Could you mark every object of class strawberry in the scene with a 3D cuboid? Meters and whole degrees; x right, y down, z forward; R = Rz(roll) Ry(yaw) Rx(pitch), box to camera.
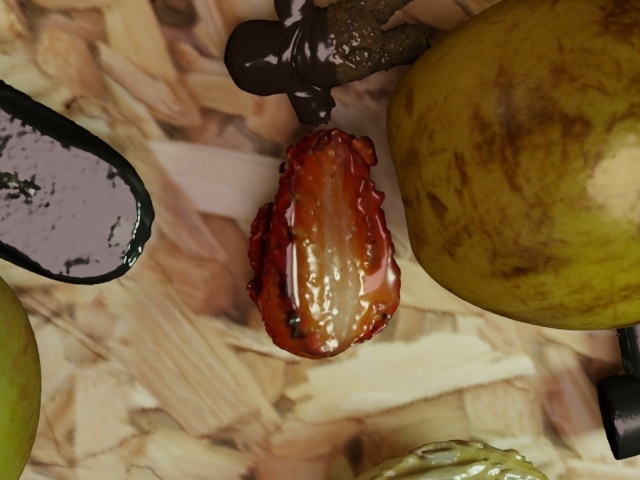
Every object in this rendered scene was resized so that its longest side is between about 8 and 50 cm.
[{"bbox_3d":[0.000,0.000,1.320,0.121,0.082,0.188,-11,108,-35],"label":"strawberry"}]

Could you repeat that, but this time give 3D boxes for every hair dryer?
[{"bbox_3d":[0.274,0.054,1.408,0.114,0.070,0.248,-13,102,-6],"label":"hair dryer"}]

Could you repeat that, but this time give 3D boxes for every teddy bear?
[{"bbox_3d":[0.009,-0.146,1.268,0.160,0.078,0.119,-18,114,-7],"label":"teddy bear"}]

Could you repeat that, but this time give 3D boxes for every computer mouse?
[{"bbox_3d":[-0.228,-0.046,1.253,0.217,0.073,0.122,28,89,-11],"label":"computer mouse"}]

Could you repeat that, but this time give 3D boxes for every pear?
[{"bbox_3d":[0.186,-0.060,1.234,0.280,0.281,0.281,-4,109,-11],"label":"pear"}]

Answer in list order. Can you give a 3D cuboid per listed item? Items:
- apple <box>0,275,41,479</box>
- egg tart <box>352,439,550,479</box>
[{"bbox_3d":[-0.322,0.114,1.223,0.260,0.194,0.261,-4,111,-11],"label":"apple"},{"bbox_3d":[0.096,0.292,1.411,0.288,0.118,0.288,-3,109,-9],"label":"egg tart"}]
